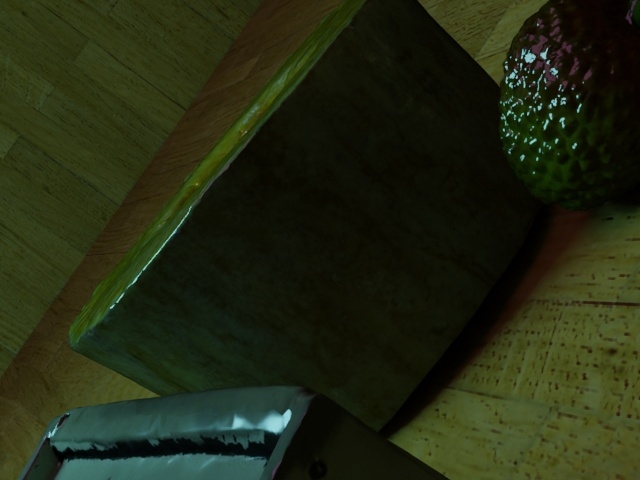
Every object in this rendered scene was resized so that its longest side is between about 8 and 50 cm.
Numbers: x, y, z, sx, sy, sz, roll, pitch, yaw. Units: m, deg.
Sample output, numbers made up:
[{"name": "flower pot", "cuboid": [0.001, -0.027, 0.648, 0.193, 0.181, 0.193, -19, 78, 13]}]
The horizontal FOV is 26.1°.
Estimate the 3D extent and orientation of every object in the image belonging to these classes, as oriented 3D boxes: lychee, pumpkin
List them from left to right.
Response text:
[{"name": "pumpkin", "cuboid": [0.000, 0.000, 0.948, 0.332, 0.199, 0.332, -45, 10, 10]}, {"name": "lychee", "cuboid": [0.155, -0.082, 0.759, 0.114, 0.114, 0.146, -75, 6, -56]}]

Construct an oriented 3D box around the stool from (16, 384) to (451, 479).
[{"name": "stool", "cuboid": [-0.060, 0.215, 0.563, 0.243, 0.170, 0.270, -15, 41, 56]}]
